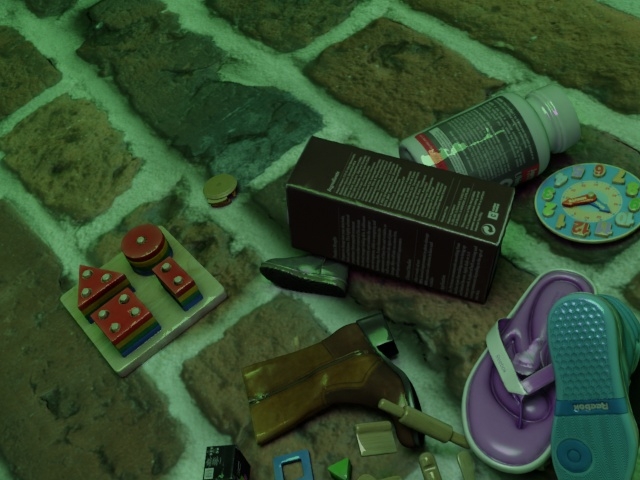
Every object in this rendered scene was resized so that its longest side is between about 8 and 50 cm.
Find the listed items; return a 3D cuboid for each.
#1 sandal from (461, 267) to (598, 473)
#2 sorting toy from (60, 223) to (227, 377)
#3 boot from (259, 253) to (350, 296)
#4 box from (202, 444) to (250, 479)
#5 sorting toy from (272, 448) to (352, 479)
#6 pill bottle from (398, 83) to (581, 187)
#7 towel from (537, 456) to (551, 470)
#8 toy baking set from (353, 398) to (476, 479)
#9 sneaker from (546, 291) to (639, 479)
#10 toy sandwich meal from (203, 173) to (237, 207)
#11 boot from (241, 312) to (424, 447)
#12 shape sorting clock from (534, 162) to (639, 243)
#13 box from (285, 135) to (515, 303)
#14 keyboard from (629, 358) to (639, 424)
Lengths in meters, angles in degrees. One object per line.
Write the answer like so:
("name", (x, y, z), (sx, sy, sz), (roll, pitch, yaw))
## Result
("sandal", (0.334, 0.179, 1.392), (0.169, 0.102, 0.416), (10, 47, 24))
("sorting toy", (-0.363, 0.093, 1.704), (0.257, 0.089, 0.255), (-38, 51, -15))
("boot", (-0.001, 0.001, 1.683), (0.190, 0.076, 0.208), (13, 62, 8))
("box", (-0.152, 0.378, 1.408), (0.052, 0.083, 0.062), (-7, 50, 12))
("sorting toy", (-0.028, 0.473, 1.318), (0.196, 0.047, 0.347), (-4, 51, 13))
("pill bottle", (0.326, -0.177, 1.666), (0.319, 0.176, 0.176), (-26, 49, -5))
("towel", (0.318, 0.290, 1.381), (0.110, 0.027, 0.148), (5, 53, 21))
("toy baking set", (0.155, 0.355, 1.296), (0.256, 0.030, 0.196), (23, 60, -12))
("sneaker", (0.428, 0.228, 1.300), (0.127, 0.208, 0.318), (0, 93, 32))
("toy sandwich meal", (-0.214, -0.109, 1.868), (0.086, 0.029, 0.085), (-10, 45, 10))
("boot", (0.015, 0.271, 1.446), (0.280, 0.096, 0.264), (-24, 57, 3))
("shape sorting clock", (0.506, -0.074, 1.617), (0.206, 0.040, 0.206), (-8, 50, 10))
("box", (0.138, -0.037, 1.554), (0.382, 0.191, 0.143), (15, 56, 12))
("keyboard", (0.566, 0.206, 1.310), (0.317, 0.033, 0.201), (9, 60, 46))
